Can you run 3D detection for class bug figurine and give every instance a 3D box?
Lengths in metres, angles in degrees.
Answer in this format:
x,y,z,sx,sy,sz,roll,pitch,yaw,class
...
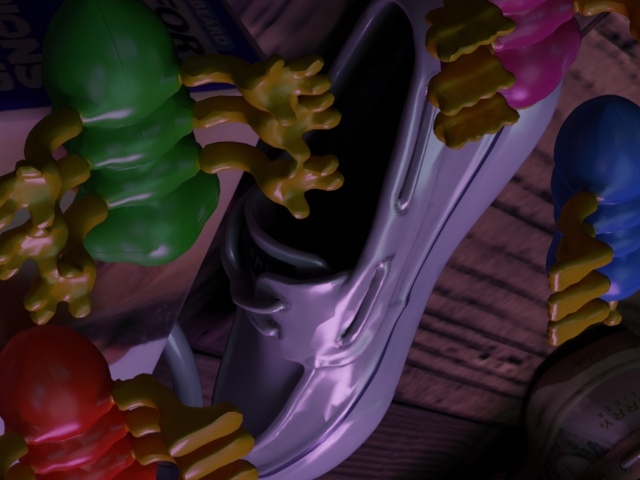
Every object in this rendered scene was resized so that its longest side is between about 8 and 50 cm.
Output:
x,y,z,sx,sy,sz,roll,pitch,yaw,class
0.008,-0.008,0.503,0.279,0.072,0.216,-22,142,-15,bug figurine

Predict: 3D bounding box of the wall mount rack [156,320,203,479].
x,y,z,sx,sy,sz,roll,pitch,yaw,class
-0.107,0.202,0.745,0.130,0.350,0.304,-6,161,32,wall mount rack

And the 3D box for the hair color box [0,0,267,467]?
x,y,z,sx,sy,sz,roll,pitch,yaw,class
-0.198,0.002,0.490,0.338,0.110,0.185,-11,143,-36,hair color box

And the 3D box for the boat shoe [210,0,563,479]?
x,y,z,sx,sy,sz,roll,pitch,yaw,class
0.000,0.000,0.708,0.084,0.095,0.258,2,125,-39,boat shoe

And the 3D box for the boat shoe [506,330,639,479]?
x,y,z,sx,sy,sz,roll,pitch,yaw,class
0.182,0.164,1.111,0.104,0.089,0.285,-28,150,-8,boat shoe
